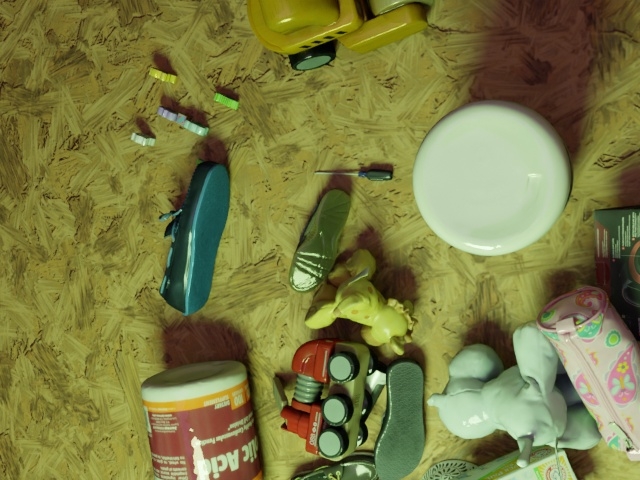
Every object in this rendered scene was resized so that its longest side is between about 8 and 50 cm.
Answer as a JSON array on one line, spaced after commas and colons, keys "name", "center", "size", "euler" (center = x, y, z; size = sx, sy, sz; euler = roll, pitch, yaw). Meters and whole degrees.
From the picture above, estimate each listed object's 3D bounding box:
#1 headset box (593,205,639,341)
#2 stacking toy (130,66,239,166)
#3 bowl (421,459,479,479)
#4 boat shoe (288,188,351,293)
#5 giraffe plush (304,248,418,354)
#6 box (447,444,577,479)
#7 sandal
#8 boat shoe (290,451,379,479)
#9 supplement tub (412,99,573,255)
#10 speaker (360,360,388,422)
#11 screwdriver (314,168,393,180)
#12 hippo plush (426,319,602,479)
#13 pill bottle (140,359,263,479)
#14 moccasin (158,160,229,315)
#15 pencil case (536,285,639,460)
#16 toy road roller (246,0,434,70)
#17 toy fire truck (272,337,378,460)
[{"name": "headset box", "center": [0.564, 0.052, 1.063], "size": [0.293, 0.110, 0.218], "euler": [1, 96, 59]}, {"name": "stacking toy", "center": [-0.299, -0.261, 1.466], "size": [0.221, 0.052, 0.167], "euler": [25, 104, 17]}, {"name": "bowl", "center": [0.262, 0.520, 1.302], "size": [0.170, 0.080, 0.170], "euler": [2, 95, 22]}, {"name": "boat shoe", "center": [-0.001, -0.001, 1.363], "size": [0.080, 0.073, 0.224], "euler": [21, 100, -6]}, {"name": "giraffe plush", "center": [0.098, 0.131, 1.290], "size": [0.170, 0.210, 0.181], "euler": [39, 69, -14]}, {"name": "box", "center": [0.350, 0.454, 1.208], "size": [0.203, 0.103, 0.114], "euler": [-21, 86, -5]}, {"name": "sandal", "center": [0.161, 0.355, 1.340], "size": [0.097, 0.054, 0.255], "euler": [7, 98, -7]}, {"name": "boat shoe", "center": [0.027, 0.503, 1.399], "size": [0.227, 0.068, 0.081], "euler": [-25, 86, 22]}, {"name": "supplement tub", "center": [0.292, -0.102, 1.103], "size": [0.228, 0.316, 0.229], "euler": [2, 96, 21]}, {"name": "speaker", "center": [0.091, 0.308, 1.363], "size": [0.055, 0.055, 0.136], "euler": [30, 105, 16]}, {"name": "screwdriver", "center": [0.063, -0.133, 1.349], "size": [0.169, 0.025, 0.024], "euler": [4, 96, 21]}, {"name": "hippo plush", "center": [0.340, 0.294, 1.194], "size": [0.236, 0.234, 0.294], "euler": [-19, 44, 46]}, {"name": "pill bottle", "center": [-0.237, 0.468, 1.418], "size": [0.224, 0.224, 0.393], "euler": [-8, 92, 22]}, {"name": "moccasin", "center": [-0.289, -0.009, 1.442], "size": [0.116, 0.137, 0.342], "euler": [20, 101, 23]}, {"name": "pencil case", "center": [0.460, 0.212, 1.081], "size": [0.124, 0.124, 0.284], "euler": [-26, 107, 22]}, {"name": "toy road roller", "center": [0.019, -0.451, 1.219], "size": [0.329, 0.240, 0.203], "euler": [-15, 90, 22]}, {"name": "toy fire truck", "center": [-0.020, 0.293, 1.342], "size": [0.246, 0.158, 0.217], "euler": [8, 91, 28]}]
